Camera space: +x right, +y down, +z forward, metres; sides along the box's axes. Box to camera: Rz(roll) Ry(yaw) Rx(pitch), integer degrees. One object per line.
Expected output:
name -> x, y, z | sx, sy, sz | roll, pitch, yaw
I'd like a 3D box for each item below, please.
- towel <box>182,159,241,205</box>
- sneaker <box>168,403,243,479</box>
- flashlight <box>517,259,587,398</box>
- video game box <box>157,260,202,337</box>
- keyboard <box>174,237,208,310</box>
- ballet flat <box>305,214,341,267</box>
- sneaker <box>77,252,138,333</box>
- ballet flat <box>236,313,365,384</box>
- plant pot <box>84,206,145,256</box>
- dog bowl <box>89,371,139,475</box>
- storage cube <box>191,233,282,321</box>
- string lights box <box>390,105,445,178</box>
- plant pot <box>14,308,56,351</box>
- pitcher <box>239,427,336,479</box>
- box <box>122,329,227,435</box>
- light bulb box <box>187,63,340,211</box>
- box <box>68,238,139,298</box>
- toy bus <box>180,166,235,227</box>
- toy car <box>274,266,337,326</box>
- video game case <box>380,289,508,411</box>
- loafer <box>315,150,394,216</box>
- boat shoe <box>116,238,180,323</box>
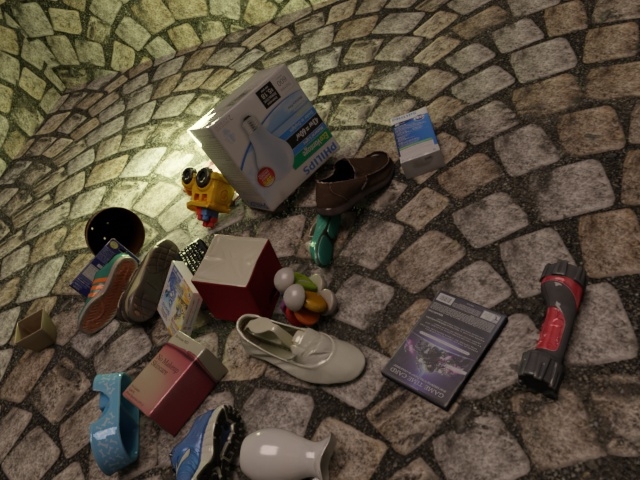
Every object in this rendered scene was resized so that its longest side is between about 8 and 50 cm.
towel -> -0.378, -0.253, 2.336 | 0.329, 0.037, 0.237 | 16, 59, 40
sneaker -> -0.296, 0.565, 1.422 | 0.147, 0.130, 0.330 | -21, 36, 33
flashlight -> 0.513, 0.188, 1.310 | 0.103, 0.103, 0.304 | 9, 53, 35
video game box -> -0.441, 0.192, 1.840 | 0.205, 0.048, 0.187 | 41, 118, 48
keyboard -> -0.363, 0.088, 1.968 | 0.201, 0.033, 0.317 | -32, 46, -10
ballet flat -> 0.000, 0.000, 1.828 | 0.087, 0.083, 0.247 | -15, 37, 30
sneaker -> -0.753, 0.181, 2.055 | 0.121, 0.108, 0.302 | 18, 74, 50
ballet flat -> -0.074, 0.277, 1.551 | 0.400, 0.139, 0.139 | 9, 54, 36
plant pot -> -0.820, -0.031, 2.269 | 0.215, 0.215, 0.230 | -48, 30, -19
dog bowl -> -0.557, 0.489, 1.611 | 0.074, 0.166, 0.297 | -17, 41, -2
storage cube -> -0.238, 0.115, 1.742 | 0.215, 0.193, 0.184 | 6, 51, 22
string lights box -> 0.321, -0.331, 1.964 | 0.133, 0.077, 0.260 | -18, 42, 14
plant pot -> -0.998, 0.328, 2.076 | 0.109, 0.096, 0.109 | -28, 40, 2
pitcher -> -0.076, 0.519, 1.330 | 0.207, 0.125, 0.178 | -1, 63, 15
box -> -0.402, 0.392, 1.632 | 0.148, 0.127, 0.232 | 18, 60, 42
light bulb box -> -0.191, -0.351, 2.042 | 0.358, 0.361, 0.225 | -45, 27, -16
box -> -0.777, 0.117, 2.127 | 0.225, 0.136, 0.036 | -55, 19, -25
toy bus -> -0.428, -0.157, 2.186 | 0.220, 0.149, 0.211 | 9, 86, 40
toy car -> -0.055, 0.168, 1.659 | 0.136, 0.159, 0.182 | -62, 36, 21
video game case -> 0.300, 0.257, 1.428 | 0.196, 0.026, 0.274 | 21, 63, 43
loafer -> 0.115, -0.210, 1.881 | 0.134, 0.130, 0.366 | 10, 37, 37
boat shoe -> -0.598, 0.132, 2.008 | 0.130, 0.132, 0.355 | -18, 33, 29
